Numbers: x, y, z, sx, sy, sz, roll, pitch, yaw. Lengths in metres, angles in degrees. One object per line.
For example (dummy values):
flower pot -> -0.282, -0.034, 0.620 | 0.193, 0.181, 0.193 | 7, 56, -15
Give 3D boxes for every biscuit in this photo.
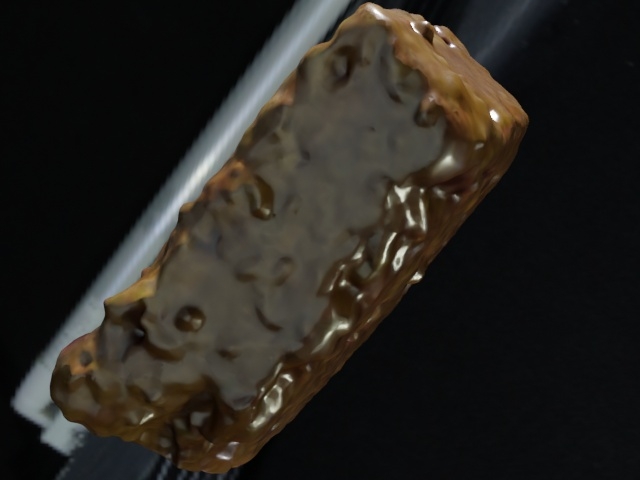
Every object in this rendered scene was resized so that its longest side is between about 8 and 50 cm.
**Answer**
biscuit -> 0.000, 0.000, 1.040 | 0.166, 0.342, 0.395 | 41, -75, 5
